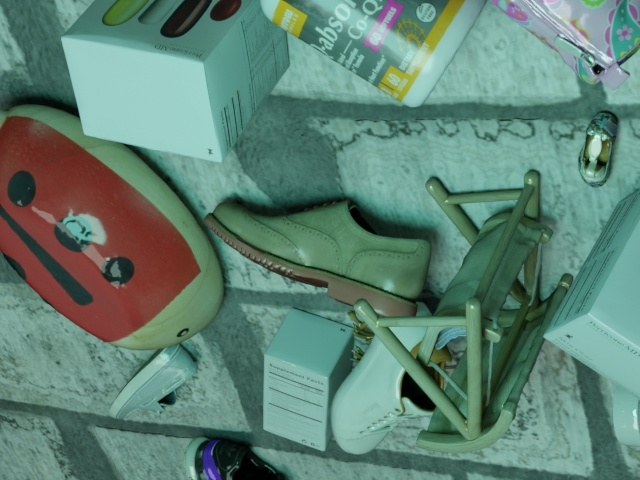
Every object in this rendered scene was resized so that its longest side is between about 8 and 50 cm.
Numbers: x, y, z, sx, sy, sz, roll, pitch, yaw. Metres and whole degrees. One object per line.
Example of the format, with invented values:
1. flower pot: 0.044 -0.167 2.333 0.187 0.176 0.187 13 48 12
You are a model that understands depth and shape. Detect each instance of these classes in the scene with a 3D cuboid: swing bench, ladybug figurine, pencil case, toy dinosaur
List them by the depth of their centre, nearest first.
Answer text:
1. pencil case: 0.228 -0.284 1.546 0.284 0.124 0.124 40 138 -8
2. swing bench: 0.198 0.091 1.827 0.165 0.253 0.254 -2 129 32
3. toy dinosaur: 0.099 0.140 2.077 0.112 0.064 0.211 -26 114 42
4. ladybug figurine: -0.336 -0.003 2.121 0.449 0.162 0.305 47 137 -17

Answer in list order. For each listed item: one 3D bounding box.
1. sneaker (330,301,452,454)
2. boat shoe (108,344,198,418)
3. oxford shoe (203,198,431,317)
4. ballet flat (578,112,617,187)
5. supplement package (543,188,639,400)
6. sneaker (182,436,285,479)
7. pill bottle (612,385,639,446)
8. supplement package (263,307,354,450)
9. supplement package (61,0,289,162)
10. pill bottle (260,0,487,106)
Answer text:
1. sneaker: 0.098 0.224 2.028 0.123 0.106 0.290 57 143 34
2. boat shoe: -0.271 0.244 2.384 0.081 0.079 0.227 41 135 -4
3. oxford shoe: 0.000 0.000 1.987 0.348 0.130 0.123 22 180 27
4. ballet flat: 0.323 -0.098 1.731 0.041 0.041 0.114 17 137 16
5. supplement package: 0.433 0.088 1.696 0.262 0.204 0.145 33 161 -2
6. sneaker: -0.107 0.450 2.471 0.146 0.102 0.293 -8 125 35
7. pill bottle: 0.496 0.221 1.877 0.221 0.121 0.121 1 130 30
8. supplement package: -0.019 0.207 2.180 0.105 0.105 0.179 18 137 15
9. supplement package: -0.170 -0.227 1.773 0.194 0.203 0.149 12 135 20
10. pill bottle: 0.033 -0.282 1.632 0.278 0.162 0.162 31 139 0
